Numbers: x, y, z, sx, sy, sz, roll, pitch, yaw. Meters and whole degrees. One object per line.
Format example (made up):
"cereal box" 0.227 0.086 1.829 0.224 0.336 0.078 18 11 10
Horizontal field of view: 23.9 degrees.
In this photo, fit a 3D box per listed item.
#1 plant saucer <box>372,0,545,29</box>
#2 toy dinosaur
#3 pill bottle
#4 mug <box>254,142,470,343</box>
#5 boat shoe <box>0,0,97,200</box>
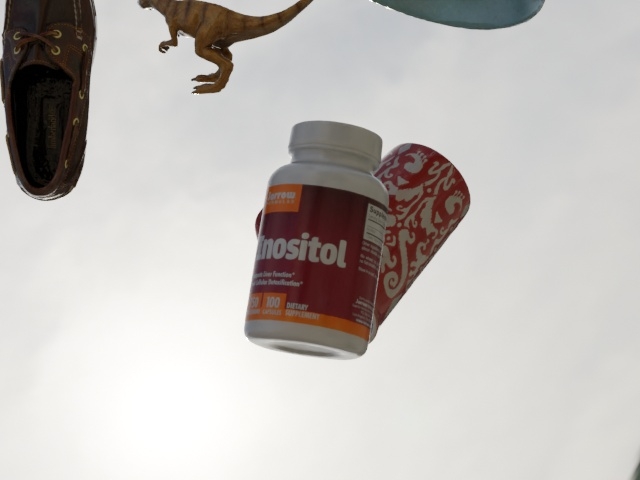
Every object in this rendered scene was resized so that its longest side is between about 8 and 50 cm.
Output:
"plant saucer" 0.046 -0.188 0.870 0.037 0.195 0.195 -65 -31 -14
"toy dinosaur" -0.094 -0.197 1.415 0.064 0.211 0.112 -36 -48 -58
"pill bottle" 0.000 0.000 1.026 0.086 0.086 0.152 28 -113 -58
"mug" 0.037 -0.015 1.333 0.169 0.150 0.113 -46 -1 -32
"boat shoe" -0.214 -0.135 1.187 0.073 0.073 0.207 -26 -68 -87
